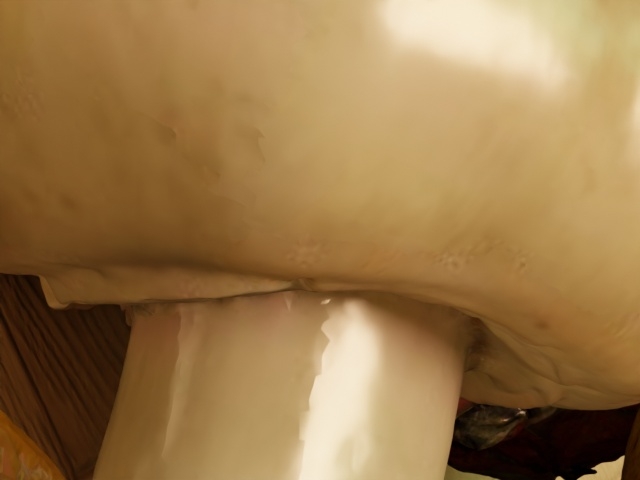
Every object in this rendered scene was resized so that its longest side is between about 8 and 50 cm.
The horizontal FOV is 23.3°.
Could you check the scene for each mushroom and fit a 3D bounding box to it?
[{"bbox_3d":[0.015,-0.029,0.574,0.353,0.325,0.353,57,17,-27],"label":"mushroom"}]

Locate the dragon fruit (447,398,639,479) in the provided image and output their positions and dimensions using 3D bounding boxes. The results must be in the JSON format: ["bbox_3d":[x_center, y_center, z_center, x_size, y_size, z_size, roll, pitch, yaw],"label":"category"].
[{"bbox_3d":[0.123,0.022,0.869,0.244,0.244,0.299,59,38,-13],"label":"dragon fruit"}]

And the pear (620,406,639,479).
[{"bbox_3d":[0.236,0.133,0.716,0.209,0.209,0.209,45,32,-38],"label":"pear"}]

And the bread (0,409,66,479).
[{"bbox_3d":[-0.137,0.090,0.406,0.260,0.134,0.129,44,33,-39],"label":"bread"}]
